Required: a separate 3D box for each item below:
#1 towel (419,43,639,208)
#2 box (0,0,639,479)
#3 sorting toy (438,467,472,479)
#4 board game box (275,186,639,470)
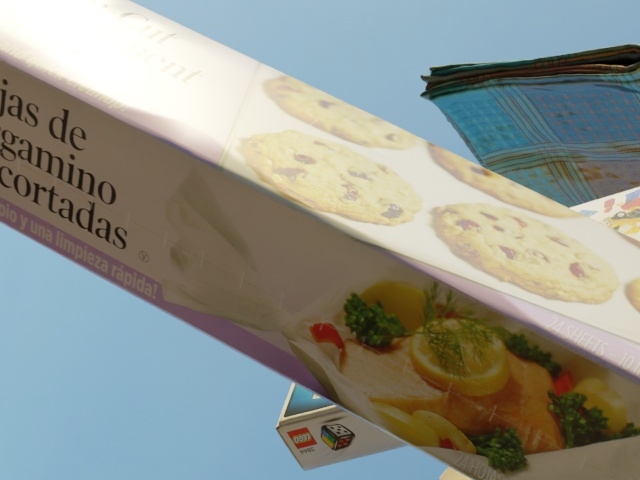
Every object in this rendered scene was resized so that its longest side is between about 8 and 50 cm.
[{"bbox_3d":[0.305,-0.077,1.593,0.271,0.370,0.040,-2,-123,36],"label":"towel"},{"bbox_3d":[0.000,0.000,0.451,0.324,0.067,0.063,27,-53,19],"label":"box"},{"bbox_3d":[0.165,0.281,0.900,0.089,0.257,0.255,-45,-171,2],"label":"sorting toy"},{"bbox_3d":[0.127,0.063,1.113,0.305,0.053,0.193,-17,-152,26],"label":"board game box"}]
